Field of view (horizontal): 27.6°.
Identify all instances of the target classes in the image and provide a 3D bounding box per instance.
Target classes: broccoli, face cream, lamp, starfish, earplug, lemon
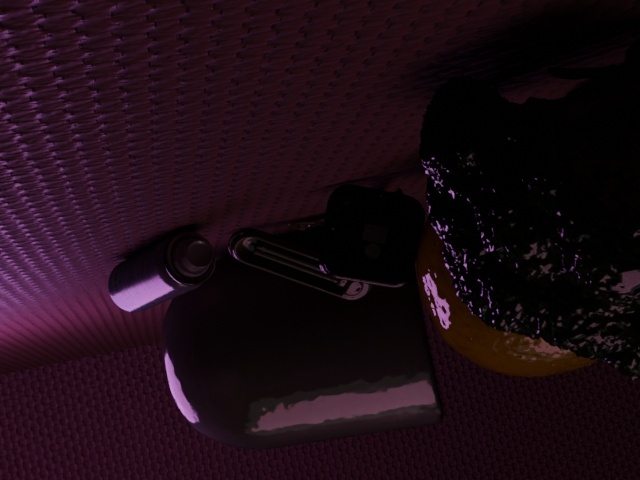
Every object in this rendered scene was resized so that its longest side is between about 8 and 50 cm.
[{"bbox_3d":[0.222,-0.042,1.040,0.283,0.321,0.304,-50,159,0],"label":"broccoli"},{"bbox_3d":[-0.199,0.039,1.660,0.075,0.075,0.229,-8,173,-30],"label":"face cream"},{"bbox_3d":[0.001,-0.007,1.624,0.203,0.124,0.283,10,172,-10],"label":"lamp"},{"bbox_3d":[0.002,-0.026,1.742,0.086,0.016,0.092,-8,178,-44],"label":"starfish"},{"bbox_3d":[-0.035,0.150,1.938,0.394,0.312,0.312,-10,174,2],"label":"earplug"},{"bbox_3d":[0.243,0.020,1.469,0.293,0.293,0.293,-12,174,-1],"label":"lemon"}]
